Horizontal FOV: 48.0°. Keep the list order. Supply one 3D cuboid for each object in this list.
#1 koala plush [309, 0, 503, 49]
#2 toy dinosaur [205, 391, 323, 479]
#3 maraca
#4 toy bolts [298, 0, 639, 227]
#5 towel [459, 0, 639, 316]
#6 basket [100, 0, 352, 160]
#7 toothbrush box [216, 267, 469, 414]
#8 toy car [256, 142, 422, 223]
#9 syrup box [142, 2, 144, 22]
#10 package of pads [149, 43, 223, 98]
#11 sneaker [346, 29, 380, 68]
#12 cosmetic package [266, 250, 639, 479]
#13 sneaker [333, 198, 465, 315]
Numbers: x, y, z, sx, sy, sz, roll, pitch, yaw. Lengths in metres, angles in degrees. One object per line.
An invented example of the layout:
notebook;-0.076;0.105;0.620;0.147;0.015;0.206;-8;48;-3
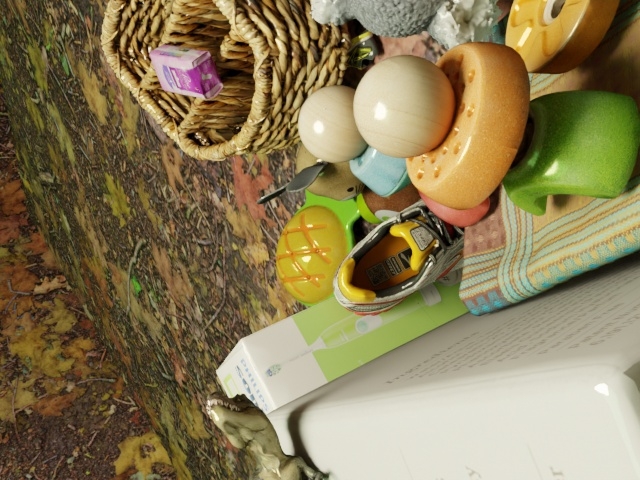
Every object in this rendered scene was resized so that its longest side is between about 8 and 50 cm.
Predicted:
koala plush;0.073;-0.264;0.566;0.196;0.203;0.221;14;123;19
toy dinosaur;-0.010;0.228;0.513;0.118;0.064;0.268;23;130;61
maraca;0.000;0.000;0.970;0.127;0.099;0.186;29;108;35
toy bolts;0.083;-0.113;0.510;0.228;0.158;0.218;152;130;-68
towel;0.202;-0.120;0.470;0.370;0.040;0.272;139;142;-59
basket;-0.128;-0.216;0.866;0.299;0.223;0.214;-33;66;59
toothbrush box;0.067;0.156;0.767;0.206;0.283;0.122;60;149;13
toy car;0.031;-0.070;0.773;0.155;0.188;0.149;-17;94;61
syrup box;-0.183;-0.379;1.016;0.237;0.096;0.093;2;110;59
package of pads;-0.151;-0.189;0.804;0.083;0.032;0.050;20;143;38
sneaker;0.040;-0.210;0.826;0.035;0.031;0.083;59;156;-3
cosmetic package;0.217;0.196;0.502;0.393;0.327;0.330;-31;82;60
sneaker;0.111;-0.001;0.680;0.088;0.225;0.093;53;-177;10
